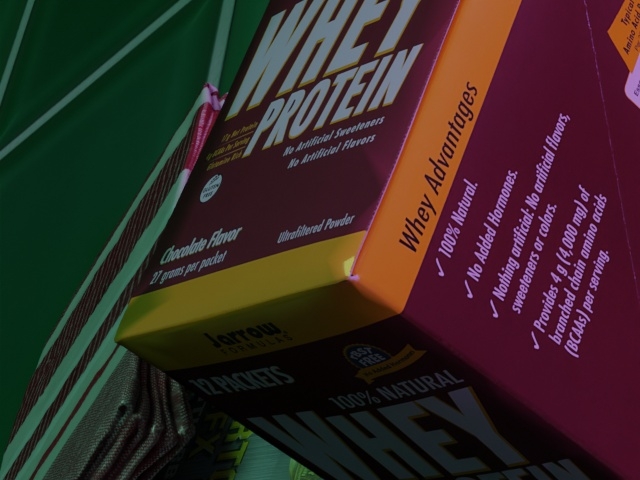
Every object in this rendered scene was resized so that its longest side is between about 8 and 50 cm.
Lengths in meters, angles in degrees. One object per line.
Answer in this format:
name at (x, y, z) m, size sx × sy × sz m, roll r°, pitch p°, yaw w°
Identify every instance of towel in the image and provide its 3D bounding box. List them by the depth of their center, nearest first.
towel at (-0.117, 0.077, 0.916) m, size 0.237 × 0.037 × 0.329 m, roll -54°, pitch 14°, yaw 28°

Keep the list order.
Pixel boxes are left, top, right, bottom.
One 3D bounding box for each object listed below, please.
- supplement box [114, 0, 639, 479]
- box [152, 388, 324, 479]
supplement box at (0.069, -0.004, 0.617) m, size 0.129 × 0.194 × 0.191 m, roll -16°, pitch 44°, yaw 51°
box at (-0.028, 0.134, 0.761) m, size 0.183 × 0.056 × 0.231 m, roll -17°, pitch 44°, yaw 51°
